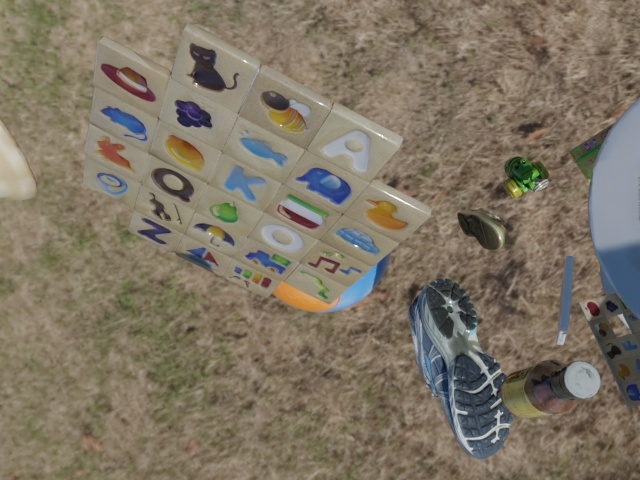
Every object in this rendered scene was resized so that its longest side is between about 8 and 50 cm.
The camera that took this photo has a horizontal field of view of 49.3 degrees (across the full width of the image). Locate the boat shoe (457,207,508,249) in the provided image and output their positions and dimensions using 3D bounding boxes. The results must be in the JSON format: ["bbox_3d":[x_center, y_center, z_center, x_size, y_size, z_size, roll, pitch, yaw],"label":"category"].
[{"bbox_3d":[0.256,-0.024,1.067,0.153,0.048,0.056,-132,21,-79],"label":"boat shoe"}]

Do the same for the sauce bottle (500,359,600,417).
[{"bbox_3d":[0.175,0.113,0.535,0.042,0.042,0.128,56,166,12],"label":"sauce bottle"}]

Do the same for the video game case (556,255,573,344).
[{"bbox_3d":[0.520,0.129,1.485,0.019,0.143,0.157,5,70,17],"label":"video game case"}]

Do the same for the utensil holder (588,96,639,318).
[{"bbox_3d":[0.566,-0.049,0.821,0.327,0.385,0.328,19,112,56],"label":"utensil holder"}]

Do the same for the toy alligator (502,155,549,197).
[{"bbox_3d":[0.286,-0.095,0.985,0.056,0.189,0.051,-34,89,9],"label":"toy alligator"}]

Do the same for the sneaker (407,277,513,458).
[{"bbox_3d":[0.217,0.210,1.127,0.122,0.110,0.283,132,130,-58],"label":"sneaker"}]

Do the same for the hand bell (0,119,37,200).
[{"bbox_3d":[-0.304,-0.005,0.399,0.126,0.242,0.126,35,152,22],"label":"hand bell"}]

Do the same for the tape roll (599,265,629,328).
[{"bbox_3d":[0.686,0.075,1.334,0.286,0.100,0.286,43,147,37],"label":"tape roll"}]

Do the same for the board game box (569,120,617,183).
[{"bbox_3d":[0.551,-0.172,1.336,0.124,0.259,0.039,-34,74,20],"label":"board game box"}]

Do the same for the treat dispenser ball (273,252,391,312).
[{"bbox_3d":[0.000,0.000,1.399,0.288,0.288,0.288,13,111,36],"label":"treat dispenser ball"}]

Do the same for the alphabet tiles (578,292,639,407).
[{"bbox_3d":[0.587,0.198,1.236,0.009,0.198,0.237,118,139,-58],"label":"alphabet tiles"}]

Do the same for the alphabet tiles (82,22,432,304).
[{"bbox_3d":[-0.075,-0.042,0.629,0.285,0.011,0.342,27,150,-9],"label":"alphabet tiles"}]
